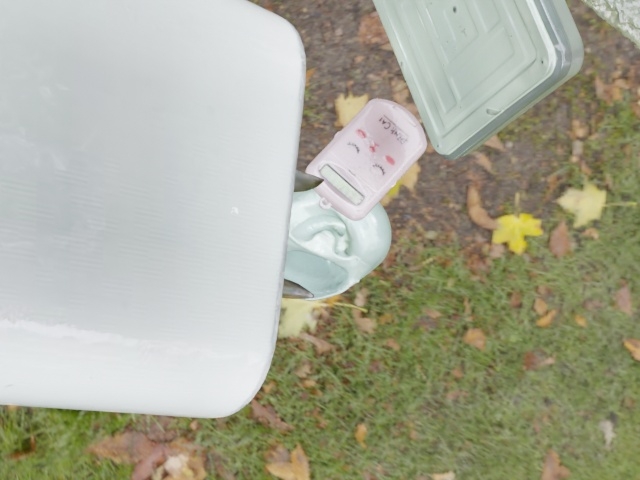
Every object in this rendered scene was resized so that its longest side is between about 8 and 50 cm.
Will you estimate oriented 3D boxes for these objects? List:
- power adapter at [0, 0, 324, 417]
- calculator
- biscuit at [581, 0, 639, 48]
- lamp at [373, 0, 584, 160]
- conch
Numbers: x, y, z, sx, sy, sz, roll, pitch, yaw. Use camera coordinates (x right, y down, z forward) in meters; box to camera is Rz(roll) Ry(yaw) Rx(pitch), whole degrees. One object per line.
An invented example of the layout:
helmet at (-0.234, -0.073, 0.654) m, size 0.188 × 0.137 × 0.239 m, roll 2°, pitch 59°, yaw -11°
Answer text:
power adapter at (-0.096, -0.024, 0.395) m, size 0.255 × 0.124 × 0.187 m, roll 14°, pitch 79°, yaw -45°
calculator at (0.058, -0.104, 1.206) m, size 0.100 × 0.032 × 0.175 m, roll 41°, pitch 76°, yaw 4°
biscuit at (0.352, -0.297, 1.004) m, size 0.250 × 0.046 × 0.147 m, roll 40°, pitch 111°, yaw 1°
lamp at (0.151, -0.247, 1.002) m, size 0.047 × 0.269 × 0.266 m, roll -18°, pitch 81°, yaw -23°
conch at (0.002, 0.000, 1.479) m, size 0.221 × 0.121 × 0.185 m, roll -7°, pitch 84°, yaw 5°
